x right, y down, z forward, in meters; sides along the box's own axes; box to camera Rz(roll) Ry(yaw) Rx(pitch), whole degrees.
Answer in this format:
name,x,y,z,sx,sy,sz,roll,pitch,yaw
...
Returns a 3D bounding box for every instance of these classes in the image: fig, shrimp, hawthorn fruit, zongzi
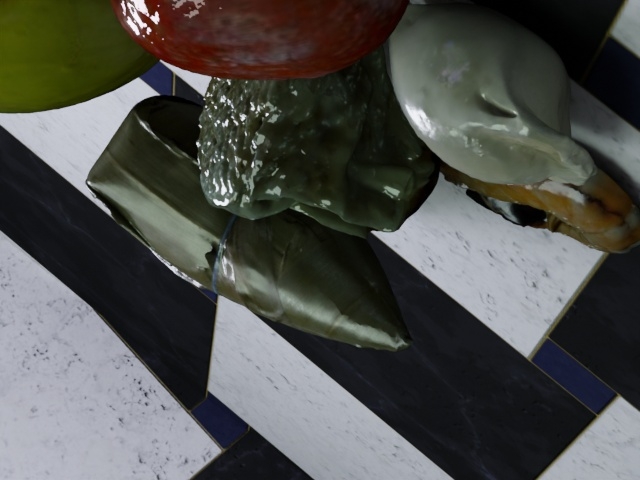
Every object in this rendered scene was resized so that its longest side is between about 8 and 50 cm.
name,x,y,z,sx,sy,sz,roll,pitch,yaw
fig,-0.288,-0.274,1.844,0.343,0.343,0.343,37,162,14
shrimp,0.192,-0.052,1.796,0.287,0.063,0.152,21,165,45
hawthorn fruit,-0.044,-0.256,1.490,0.284,0.284,0.284,37,162,14
zongzi,0.000,0.000,1.969,0.393,0.174,0.356,32,-166,21

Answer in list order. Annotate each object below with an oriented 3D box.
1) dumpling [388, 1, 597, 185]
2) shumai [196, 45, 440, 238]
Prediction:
name,x,y,z,sx,sy,sz,roll,pitch,yaw
dumpling,0.148,-0.121,1.624,0.179,0.131,0.252,28,-170,-48
shumai,0.011,-0.135,1.775,0.222,0.261,0.225,7,178,-21
